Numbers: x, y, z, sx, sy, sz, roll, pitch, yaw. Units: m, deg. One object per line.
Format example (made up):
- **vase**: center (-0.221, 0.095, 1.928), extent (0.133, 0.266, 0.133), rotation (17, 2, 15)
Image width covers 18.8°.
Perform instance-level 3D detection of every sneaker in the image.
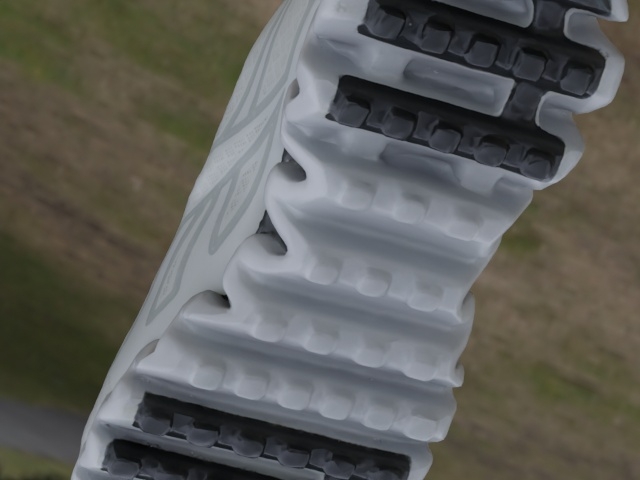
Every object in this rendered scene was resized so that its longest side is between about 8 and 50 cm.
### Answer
- **sneaker**: center (0.000, 0.000, 0.634), extent (0.110, 0.292, 0.118), rotation (20, -151, -19)
